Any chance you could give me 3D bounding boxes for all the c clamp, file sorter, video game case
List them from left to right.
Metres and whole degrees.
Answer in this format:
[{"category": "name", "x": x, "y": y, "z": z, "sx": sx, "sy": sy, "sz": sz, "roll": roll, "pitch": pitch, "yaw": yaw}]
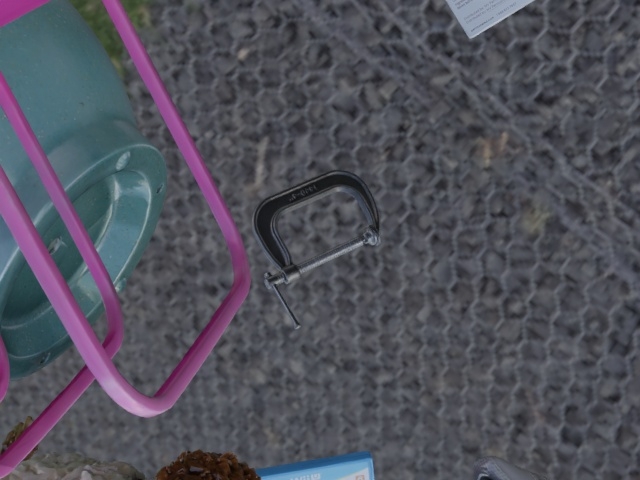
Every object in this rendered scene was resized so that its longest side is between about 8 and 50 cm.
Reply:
[{"category": "file sorter", "x": -0.201, "y": 0.018, "z": 0.500, "sx": 0.291, "sy": 0.202, "sz": 0.182, "roll": -24, "pitch": 99, "yaw": 15}, {"category": "video game case", "x": -0.005, "y": 0.271, "z": 1.102, "sx": 0.119, "sy": 0.015, "sz": 0.166, "roll": -8, "pitch": 114, "yaw": -5}, {"category": "c clamp", "x": 0.000, "y": 0.000, "z": 1.278, "sx": 0.137, "sy": 0.161, "sz": 0.022, "roll": 54, "pitch": 158, "yaw": 13}]

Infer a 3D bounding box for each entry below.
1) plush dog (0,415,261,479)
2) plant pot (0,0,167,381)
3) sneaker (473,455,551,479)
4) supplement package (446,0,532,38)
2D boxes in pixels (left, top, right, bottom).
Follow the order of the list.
[{"category": "plush dog", "x": -0.121, "y": 0.210, "z": 0.786, "sx": 0.225, "sy": 0.210, "sz": 0.262, "roll": 1, "pitch": 134, "yaw": 8}, {"category": "plant pot", "x": -0.222, "y": -0.035, "z": 0.765, "sx": 0.196, "sy": 0.293, "sz": 0.293, "roll": 32, "pitch": 141, "yaw": 13}, {"category": "sneaker", "x": 0.055, "y": 0.197, "z": 0.514, "sx": 0.132, "sy": 0.228, "sz": 0.086, "roll": 32, "pitch": 153, "yaw": -20}, {"category": "supplement package", "x": 0.140, "y": -0.288, "z": 0.886, "sx": 0.149, "sy": 0.194, "sz": 0.203, "roll": -29, "pitch": 97, "yaw": 33}]
